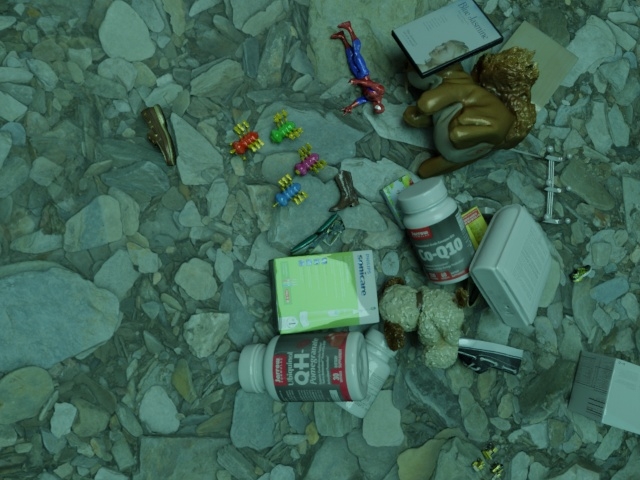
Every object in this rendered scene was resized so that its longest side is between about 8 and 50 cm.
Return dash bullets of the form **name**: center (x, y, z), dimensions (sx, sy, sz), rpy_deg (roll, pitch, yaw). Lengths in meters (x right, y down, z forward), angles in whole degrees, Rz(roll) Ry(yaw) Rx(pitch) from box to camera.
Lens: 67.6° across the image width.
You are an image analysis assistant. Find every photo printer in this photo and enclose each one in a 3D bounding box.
- **photo printer**: center (0.572, 0.061, 1.408), dimensions (0.256, 0.107, 0.307), rpy_deg (51, 54, -23)

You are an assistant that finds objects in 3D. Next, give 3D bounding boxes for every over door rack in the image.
- **over door rack**: center (0.662, -0.182, 1.529), dimensions (0.325, 0.108, 0.239), rpy_deg (6, 85, -13)

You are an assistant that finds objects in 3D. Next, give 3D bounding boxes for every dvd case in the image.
- **dvd case**: center (0.351, -0.568, 1.329), dimensions (0.253, 0.022, 0.180), rpy_deg (-25, 69, -3)

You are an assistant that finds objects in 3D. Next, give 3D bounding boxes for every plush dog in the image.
- **plush dog**: center (0.274, 0.200, 1.334), dimensions (0.226, 0.210, 0.262), rpy_deg (7, 46, -1)

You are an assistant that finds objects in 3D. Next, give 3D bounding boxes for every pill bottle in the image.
- **pill bottle**: center (-0.043, 0.332, 1.255), dimensions (0.319, 0.176, 0.176), rpy_deg (-6, 88, 15)
- **pill bottle**: center (0.338, -0.027, 1.388), dimensions (0.161, 0.161, 0.283), rpy_deg (-31, 107, -13)
- **pill bottle**: center (0.125, 0.372, 1.359), dimensions (0.131, 0.131, 0.229), rpy_deg (35, 80, -9)

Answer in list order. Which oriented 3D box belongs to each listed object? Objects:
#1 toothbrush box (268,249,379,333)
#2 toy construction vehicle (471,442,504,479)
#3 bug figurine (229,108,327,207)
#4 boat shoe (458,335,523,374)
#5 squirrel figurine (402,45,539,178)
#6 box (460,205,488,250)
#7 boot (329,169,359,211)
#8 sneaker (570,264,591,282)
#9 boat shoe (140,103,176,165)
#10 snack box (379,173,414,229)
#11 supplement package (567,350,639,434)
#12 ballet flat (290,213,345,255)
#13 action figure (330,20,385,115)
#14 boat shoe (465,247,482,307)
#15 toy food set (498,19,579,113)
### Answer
- **toothbrush box**: center (0.006, 0.141, 1.349), dimensions (0.284, 0.122, 0.206), rpy_deg (-5, 87, -13)
- **toy construction vehicle**: center (0.527, 0.696, 1.484), dimensions (0.098, 0.035, 0.085), rpy_deg (-35, 95, -13)
- **bug figurine**: center (-0.116, -0.234, 1.368), dimensions (0.216, 0.072, 0.279), rpy_deg (-39, 91, -19)
- **boat shoe**: center (0.482, 0.355, 1.463), dimensions (0.302, 0.108, 0.102), rpy_deg (15, 82, -19)
- **squirrel figurine**: center (0.436, -0.436, 1.424), dimensions (0.398, 0.281, 0.369), rpy_deg (-16, 76, -5)
- **box**: center (0.502, 0.013, 1.505), dimensions (0.088, 0.058, 0.232), rpy_deg (-30, 94, -12)
- **boot**: center (0.057, -0.148, 1.421), dimensions (0.107, 0.037, 0.114), rpy_deg (-19, 94, -27)
- **sneaker**: center (0.871, 0.105, 1.600), dimensions (0.083, 0.031, 0.035), rpy_deg (-39, 95, -12)
- **boat shoe**: center (-0.439, -0.281, 1.303), dimensions (0.060, 0.064, 0.177), rpy_deg (-19, 85, -8)
- **snack box**: center (0.258, -0.119, 1.466), dimensions (0.100, 0.037, 0.141), rpy_deg (-31, 95, -11)
- **supplement package**: center (0.945, 0.488, 1.534), dimensions (0.194, 0.149, 0.202), rpy_deg (20, 83, -11)
- **ballet flat**: center (0.000, 0.000, 1.382), dimensions (0.188, 0.070, 0.070), rpy_deg (-39, 96, -16)
- **action figure**: center (0.092, -0.491, 1.423), dimensions (0.139, 0.091, 0.280), rpy_deg (-31, 93, -19)
- **boat shoe**: center (0.480, 0.116, 1.451), dimensions (0.068, 0.072, 0.189), rpy_deg (10, 108, 20)
- **toy food set**: center (0.675, -0.555, 1.573), dimensions (0.220, 0.092, 0.306), rpy_deg (38, 78, 3)
